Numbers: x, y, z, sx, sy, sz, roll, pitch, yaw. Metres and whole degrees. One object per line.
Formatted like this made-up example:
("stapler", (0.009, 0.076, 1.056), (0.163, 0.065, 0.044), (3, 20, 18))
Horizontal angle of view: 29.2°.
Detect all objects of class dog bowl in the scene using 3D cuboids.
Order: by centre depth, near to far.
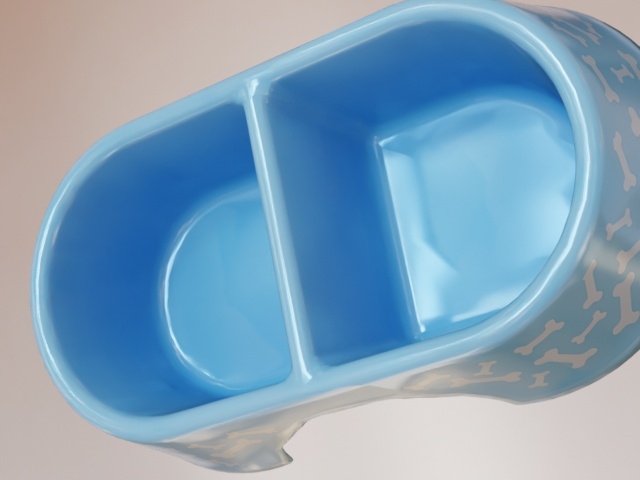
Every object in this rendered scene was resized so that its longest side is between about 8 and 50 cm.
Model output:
("dog bowl", (0.000, 0.000, 0.507), (0.297, 0.166, 0.074), (-19, -17, 29))
